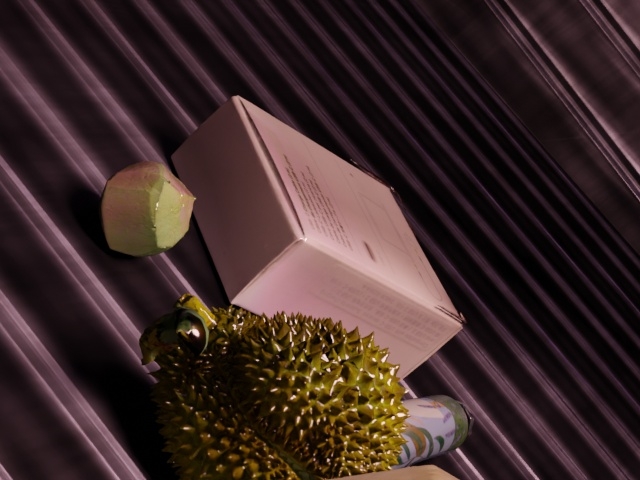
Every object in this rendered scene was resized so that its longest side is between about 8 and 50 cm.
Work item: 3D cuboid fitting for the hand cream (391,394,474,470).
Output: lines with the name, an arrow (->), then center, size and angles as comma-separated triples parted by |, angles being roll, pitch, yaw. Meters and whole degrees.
hand cream -> 0.063, 0.176, 1.431 | 0.088, 0.055, 0.256 | 50, 25, 20

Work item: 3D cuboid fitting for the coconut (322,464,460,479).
coconut -> 0.000, 0.258, 0.740 | 0.323, 0.323, 0.323 | 41, 20, -18

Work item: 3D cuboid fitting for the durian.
durian -> -0.035, 0.125, 1.155 | 0.198, 0.159, 0.146 | 14, 10, 2

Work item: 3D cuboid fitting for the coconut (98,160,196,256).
coconut -> -0.145, -0.025, 1.326 | 0.082, 0.081, 0.083 | 38, 54, -56

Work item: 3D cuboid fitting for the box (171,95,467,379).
box -> 0.000, 0.000, 1.544 | 0.252, 0.106, 0.203 | 30, 27, -44
